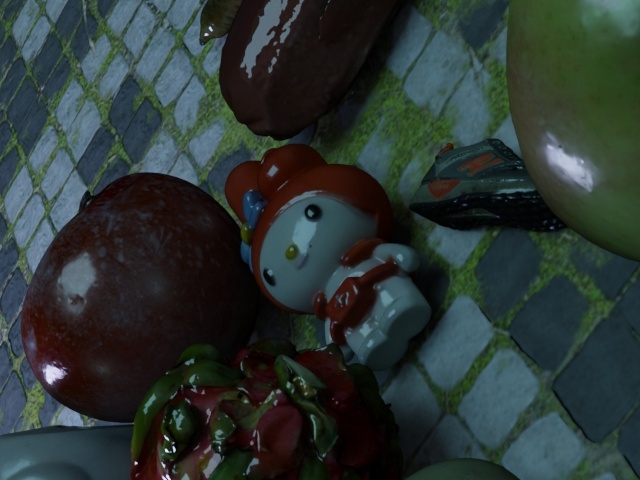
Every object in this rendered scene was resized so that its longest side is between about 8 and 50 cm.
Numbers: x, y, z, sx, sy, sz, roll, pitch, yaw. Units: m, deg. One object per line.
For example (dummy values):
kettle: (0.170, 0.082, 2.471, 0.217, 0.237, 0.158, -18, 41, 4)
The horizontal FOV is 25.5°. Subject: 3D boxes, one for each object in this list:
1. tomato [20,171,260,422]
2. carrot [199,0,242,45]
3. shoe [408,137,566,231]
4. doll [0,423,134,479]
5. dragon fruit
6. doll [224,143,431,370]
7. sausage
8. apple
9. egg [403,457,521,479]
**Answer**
tomato: (-0.182, 0.068, 1.479, 0.270, 0.227, 0.270, -58, -7, -11)
carrot: (-0.059, -0.371, 1.720, 0.342, 0.070, 0.070, -49, 38, 28)
shoe: (0.156, -0.055, 1.239, 0.194, 0.074, 0.077, -2, 64, 56)
doll: (-0.245, 0.295, 1.467, 0.221, 0.251, 0.221, 180, 90, -90)
dragon fruit: (-0.046, 0.206, 1.216, 0.303, 0.231, 0.237, 85, -169, -67)
doll: (0.000, 0.000, 1.365, 0.290, 0.130, 0.161, 51, 120, 37)
sausage: (-0.007, -0.239, 1.497, 0.280, 0.152, 0.152, -61, 34, 8)
apple: (0.272, -0.133, 0.922, 0.277, 0.319, 0.319, 3, 72, 25)
egg: (0.087, 0.282, 1.034, 0.188, 0.188, 0.254, -2, 59, 54)
